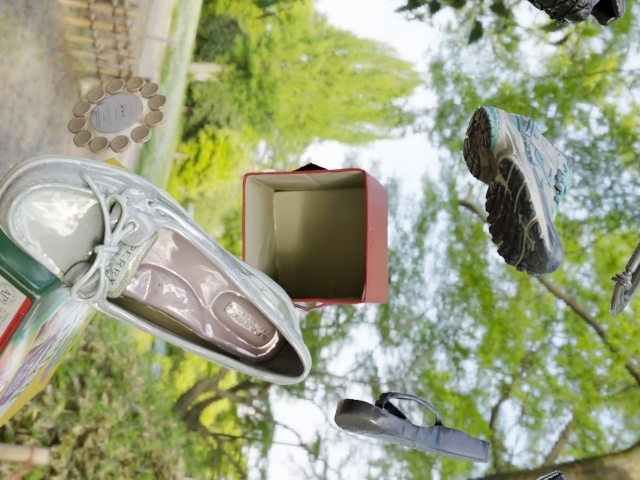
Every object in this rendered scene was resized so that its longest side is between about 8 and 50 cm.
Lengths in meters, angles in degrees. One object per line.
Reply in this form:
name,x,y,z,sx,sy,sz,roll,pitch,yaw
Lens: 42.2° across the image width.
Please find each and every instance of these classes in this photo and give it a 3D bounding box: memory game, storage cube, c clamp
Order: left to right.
memory game,-0.359,-0.222,1.470,0.012,0.186,0.186,75,16,-54
storage cube,0.000,0.000,1.243,0.193,0.184,0.214,20,69,-75
c clamp,0.346,0.005,0.884,0.160,0.022,0.137,-61,154,-2

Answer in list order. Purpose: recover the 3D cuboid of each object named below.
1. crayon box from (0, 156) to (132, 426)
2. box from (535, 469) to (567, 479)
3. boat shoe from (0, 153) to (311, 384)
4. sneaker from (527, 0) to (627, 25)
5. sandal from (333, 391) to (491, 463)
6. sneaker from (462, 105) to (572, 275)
crayon box,-0.359,0.102,0.965,0.363,0.106,0.313,-51,-179,23
box,0.200,0.357,0.760,0.232,0.183,0.059,63,-21,21
boat shoe,-0.141,0.033,0.753,0.118,0.320,0.103,-52,-154,2
sneaker,0.344,-0.383,1.212,0.109,0.286,0.130,158,-70,-67
sandal,0.108,0.215,0.980,0.097,0.254,0.054,-4,-112,42
sneaker,0.279,-0.075,1.073,0.110,0.122,0.283,105,-16,-46
